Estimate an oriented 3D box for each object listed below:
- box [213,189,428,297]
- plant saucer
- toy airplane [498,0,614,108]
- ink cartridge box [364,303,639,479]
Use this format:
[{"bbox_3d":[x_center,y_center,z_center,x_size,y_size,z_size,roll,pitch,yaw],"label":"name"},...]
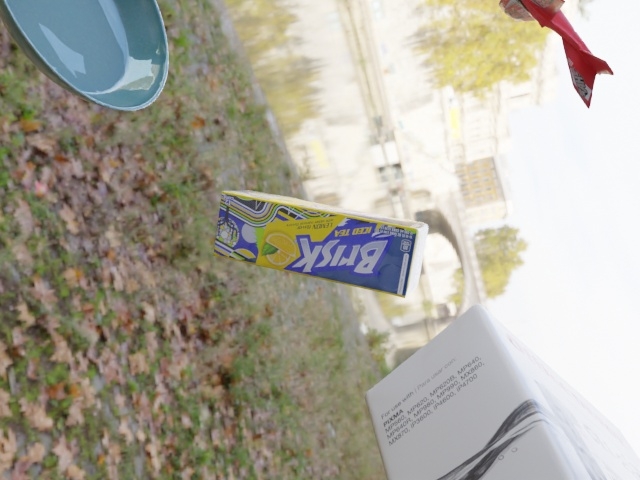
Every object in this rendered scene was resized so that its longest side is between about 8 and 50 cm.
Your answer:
[{"bbox_3d":[0.000,0.000,0.633,0.054,0.168,0.059,-18,118,-72],"label":"box"},{"bbox_3d":[-0.123,-0.118,0.379,0.119,0.021,0.119,42,38,-45],"label":"plant saucer"},{"bbox_3d":[0.187,-0.175,0.609,0.151,0.028,0.151,54,8,-11],"label":"toy airplane"},{"bbox_3d":[0.151,0.195,0.457,0.197,0.114,0.273,40,16,-26],"label":"ink cartridge box"}]
